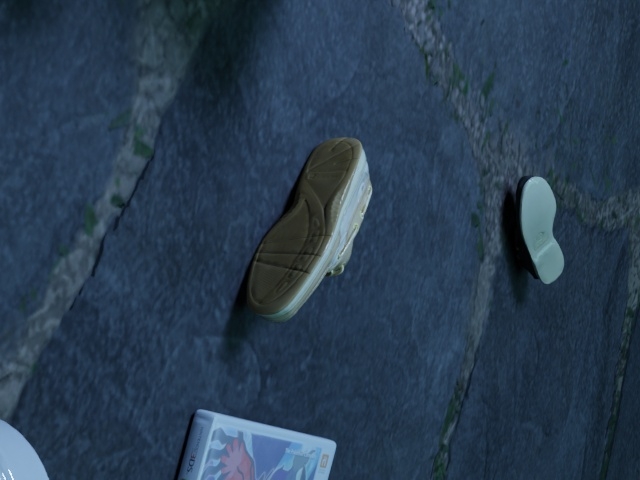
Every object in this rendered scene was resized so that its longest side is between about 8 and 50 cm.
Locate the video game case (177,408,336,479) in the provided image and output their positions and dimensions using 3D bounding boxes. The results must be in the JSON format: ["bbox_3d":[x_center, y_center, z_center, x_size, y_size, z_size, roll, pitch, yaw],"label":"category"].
[{"bbox_3d":[-0.060,0.233,1.173,0.201,0.023,0.183,25,77,-59],"label":"video game case"}]

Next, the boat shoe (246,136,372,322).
[{"bbox_3d":[0.000,0.000,1.160,0.170,0.063,0.059,-62,140,-29],"label":"boat shoe"}]

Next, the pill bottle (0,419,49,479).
[{"bbox_3d":[-0.250,0.142,0.687,0.272,0.152,0.152,1,98,-61],"label":"pill bottle"}]

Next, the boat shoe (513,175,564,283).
[{"bbox_3d":[0.217,-0.014,1.556,0.049,0.042,0.133,-34,132,-19],"label":"boat shoe"}]
